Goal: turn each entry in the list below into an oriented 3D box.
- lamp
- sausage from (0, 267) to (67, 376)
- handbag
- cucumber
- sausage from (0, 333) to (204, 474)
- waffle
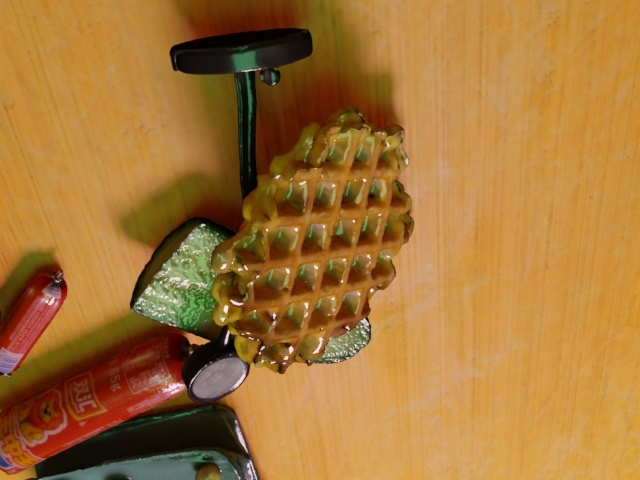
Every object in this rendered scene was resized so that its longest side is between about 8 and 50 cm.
[{"bbox_3d":[-0.083,-0.024,0.749,0.130,0.108,0.371,-17,133,-28],"label":"lamp"},{"bbox_3d":[-0.299,0.077,0.848,0.048,0.050,0.145,9,130,-47],"label":"sausage"},{"bbox_3d":[-0.196,0.343,1.003,0.268,0.100,0.274,-10,118,0],"label":"handbag"},{"bbox_3d":[-0.059,0.059,0.846,0.244,0.063,0.115,28,103,-23],"label":"cucumber"},{"bbox_3d":[-0.239,0.172,0.906,0.274,0.074,0.074,-26,126,12],"label":"sausage"},{"bbox_3d":[0.000,0.000,0.737,0.243,0.058,0.238,-49,144,-13],"label":"waffle"}]
